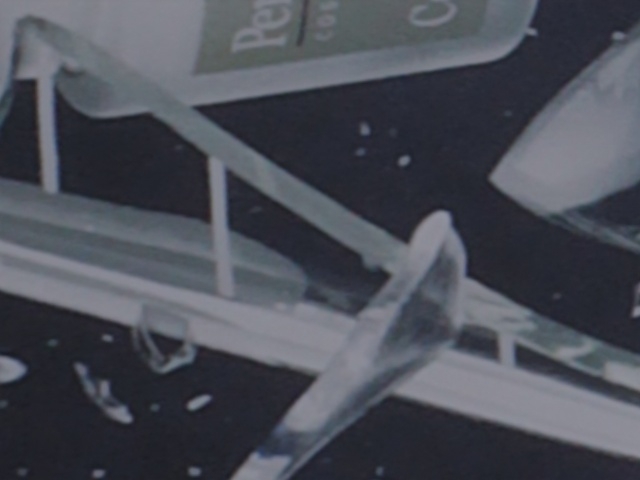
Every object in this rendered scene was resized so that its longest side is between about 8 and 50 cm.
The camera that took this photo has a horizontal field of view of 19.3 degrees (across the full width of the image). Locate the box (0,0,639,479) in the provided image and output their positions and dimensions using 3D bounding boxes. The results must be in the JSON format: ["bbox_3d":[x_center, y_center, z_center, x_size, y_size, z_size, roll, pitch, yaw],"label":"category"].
[{"bbox_3d":[0.000,0.000,0.564,0.297,0.471,0.480,139,-50,-79],"label":"box"}]
